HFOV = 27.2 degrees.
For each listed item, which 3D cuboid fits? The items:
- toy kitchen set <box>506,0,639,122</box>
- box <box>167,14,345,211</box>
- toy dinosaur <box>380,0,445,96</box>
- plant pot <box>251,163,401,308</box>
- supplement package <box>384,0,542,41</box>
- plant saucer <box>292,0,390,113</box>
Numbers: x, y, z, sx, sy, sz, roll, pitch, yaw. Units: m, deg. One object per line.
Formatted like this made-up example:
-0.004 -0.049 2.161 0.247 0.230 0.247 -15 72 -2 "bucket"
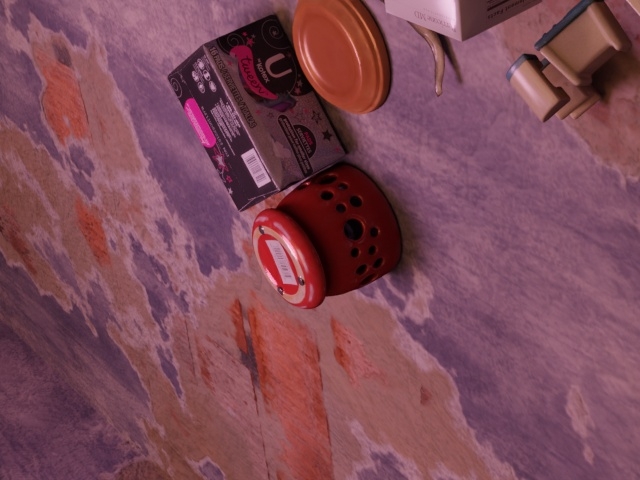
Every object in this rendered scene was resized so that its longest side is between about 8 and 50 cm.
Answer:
0.296 -0.241 1.439 0.207 0.166 0.122 -42 77 24 "toy kitchen set"
-0.098 -0.196 2.047 0.247 0.142 0.163 61 151 -3 "box"
0.106 -0.319 1.687 0.268 0.064 0.118 57 159 3 "toy dinosaur"
0.000 0.000 2.035 0.191 0.174 0.191 43 148 35 "plant pot"
0.152 -0.370 1.477 0.139 0.134 0.244 31 140 45 "supplement package"
0.022 -0.270 1.891 0.200 0.037 0.200 39 145 35 "plant saucer"
